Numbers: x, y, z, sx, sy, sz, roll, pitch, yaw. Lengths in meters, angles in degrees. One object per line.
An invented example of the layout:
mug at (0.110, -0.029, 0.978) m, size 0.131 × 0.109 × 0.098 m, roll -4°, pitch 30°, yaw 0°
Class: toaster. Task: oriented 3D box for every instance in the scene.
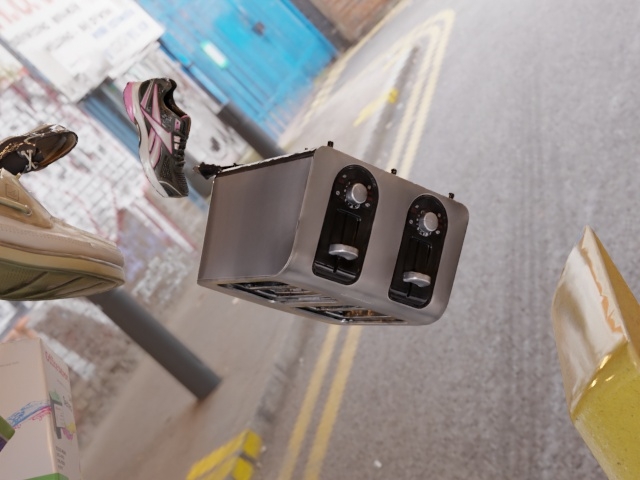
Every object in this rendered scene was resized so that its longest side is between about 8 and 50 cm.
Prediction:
toaster at (0.000, 0.000, 0.825) m, size 0.185 × 0.168 × 0.110 m, roll -6°, pitch 68°, yaw 52°

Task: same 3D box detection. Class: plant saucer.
plant saucer at (0.312, 0.182, 0.919) m, size 0.081 × 0.333 × 0.333 m, roll -30°, pitch 11°, yaw 17°

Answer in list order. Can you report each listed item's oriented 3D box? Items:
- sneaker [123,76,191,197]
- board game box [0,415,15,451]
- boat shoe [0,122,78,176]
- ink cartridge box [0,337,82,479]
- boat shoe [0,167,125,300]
sneaker at (-0.213, -0.145, 1.385) m, size 0.077 × 0.178 × 0.072 m, roll -16°, pitch 11°, yaw 16°
board game box at (-0.302, 0.160, 0.565) m, size 0.233 × 0.078 × 0.347 m, roll -55°, pitch -3°, yaw -19°
boat shoe at (-0.328, -0.098, 1.130) m, size 0.038 × 0.046 × 0.125 m, roll 15°, pitch 30°, yaw 26°
ink cartridge box at (-0.453, 0.312, 1.547) m, size 0.117 × 0.278 × 0.201 m, roll -11°, pitch -20°, yaw -6°
boat shoe at (-0.285, -0.012, 0.861) m, size 0.113 × 0.103 × 0.302 m, roll -19°, pitch -19°, yaw 27°
